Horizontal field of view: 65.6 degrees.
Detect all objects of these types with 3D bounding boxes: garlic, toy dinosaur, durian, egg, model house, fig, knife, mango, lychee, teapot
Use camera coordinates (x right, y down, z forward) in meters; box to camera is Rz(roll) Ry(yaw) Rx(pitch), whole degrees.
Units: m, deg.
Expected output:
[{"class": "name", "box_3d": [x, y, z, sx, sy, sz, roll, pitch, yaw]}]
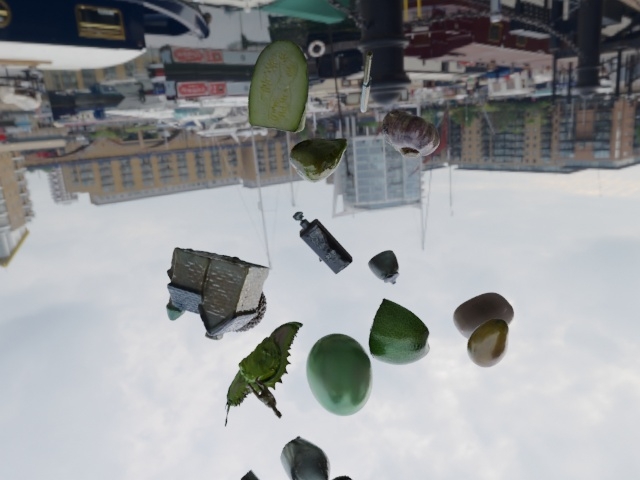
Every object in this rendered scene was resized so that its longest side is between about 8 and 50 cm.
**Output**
[{"class": "garlic", "box_3d": [0.341, -0.404, 1.924, 0.245, 0.160, 0.245, 21, -165, -6]}, {"class": "toy dinosaur", "box_3d": [-0.137, 0.417, 1.307, 0.039, 0.126, 0.162, -42, 164, -11]}, {"class": "durian", "box_3d": [-0.169, 0.375, 1.464, 0.375, 0.132, 0.107, -48, -172, -27]}, {"class": "egg", "box_3d": [0.064, 0.440, 1.641, 0.221, 0.269, 0.220, -16, 154, -8]}, {"class": "model house", "box_3d": [-0.368, 0.183, 1.693, 0.299, 0.283, 0.243, 13, 177, 18]}, {"class": "fig", "box_3d": [-0.010, -0.311, 1.904, 0.167, 0.166, 0.234, 8, -159, 41]}, {"class": "knife", "box_3d": [0.185, -0.609, 1.939, 0.027, 0.061, 0.343, 26, 157, 11]}, {"class": "mango", "box_3d": [0.452, 0.276, 1.346, 0.111, 0.163, 0.089, -20, -141, -6]}, {"class": "lychee", "box_3d": [-0.307, 0.262, 1.986, 0.200, 0.199, 0.238, -7, -157, -9]}, {"class": "teapot", "box_3d": [0.241, 0.114, 1.866, 0.111, 0.108, 0.149, -15, 152, -22]}]

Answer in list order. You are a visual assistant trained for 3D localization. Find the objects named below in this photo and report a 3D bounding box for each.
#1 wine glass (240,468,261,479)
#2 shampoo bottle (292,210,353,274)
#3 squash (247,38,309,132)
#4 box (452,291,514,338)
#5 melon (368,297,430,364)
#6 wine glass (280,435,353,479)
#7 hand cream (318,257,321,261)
[{"class": "wine glass", "box_3d": [-0.149, 0.730, 1.337, 0.103, 0.222, 0.103, -39, 168, -10]}, {"class": "shampoo bottle", "box_3d": [-0.001, 0.000, 2.022, 0.098, 0.309, 0.071, -36, -159, 18]}, {"class": "squash", "box_3d": [-0.155, -0.619, 1.968, 0.234, 0.308, 0.210, 11, -148, 3]}, {"class": "box", "box_3d": [0.547, 0.254, 1.673, 0.201, 0.088, 0.146, -24, -136, -7]}, {"class": "melon", "box_3d": [0.260, 0.338, 1.628, 0.169, 0.264, 0.129, 15, -136, 33]}, {"class": "wine glass", "box_3d": [-0.014, 0.641, 1.364, 0.127, 0.126, 0.241, -12, -166, -29]}, {"class": "hand cream", "box_3d": [0.005, 0.009, 2.526, 0.067, 0.209, 0.043, -26, 145, 21]}]
